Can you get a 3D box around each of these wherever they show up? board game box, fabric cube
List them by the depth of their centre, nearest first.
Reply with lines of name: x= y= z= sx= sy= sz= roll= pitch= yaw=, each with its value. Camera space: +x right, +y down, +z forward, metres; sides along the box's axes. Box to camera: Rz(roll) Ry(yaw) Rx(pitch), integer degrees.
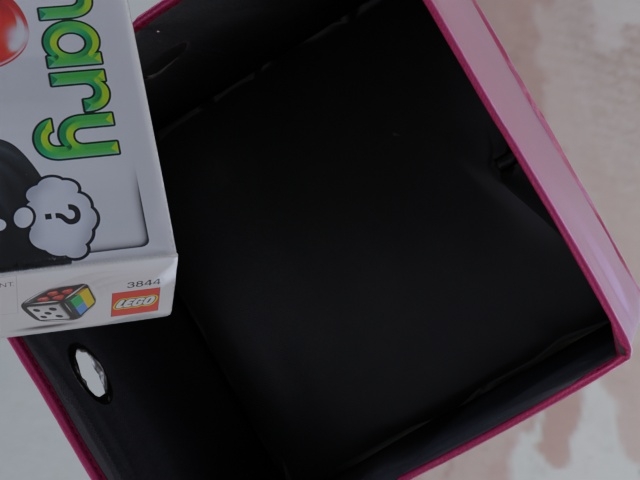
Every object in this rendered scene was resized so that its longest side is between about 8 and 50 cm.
board game box: x=-0.176 y=-0.102 z=0.665 sx=0.193 sy=0.053 sz=0.305 roll=-7 pitch=-118 yaw=-14
fabric cube: x=0.000 y=0.000 z=0.905 sx=0.254 sy=0.259 sz=0.258 roll=60 pitch=-168 yaw=3
